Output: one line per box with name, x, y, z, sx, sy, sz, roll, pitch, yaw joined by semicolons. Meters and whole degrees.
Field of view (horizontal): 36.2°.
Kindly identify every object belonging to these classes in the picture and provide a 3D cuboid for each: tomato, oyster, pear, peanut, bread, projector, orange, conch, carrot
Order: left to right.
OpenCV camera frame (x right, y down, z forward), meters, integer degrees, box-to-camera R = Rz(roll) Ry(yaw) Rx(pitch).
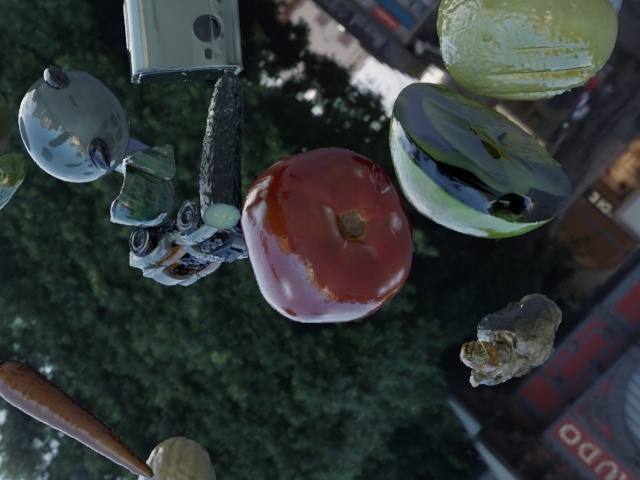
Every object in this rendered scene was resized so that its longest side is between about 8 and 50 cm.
carrot;-0.404;0.282;1.560;0.336;0.069;0.069;32;-168;11
conch;-0.368;-0.114;2.056;0.176;0.122;0.188;53;-144;-64
peanut;-0.304;0.566;1.972;0.158;0.340;0.174;15;172;-23
projector;-0.312;-0.491;2.201;0.249;0.249;0.248;-5;-177;-11
tomato;0.000;0.000;1.611;0.299;0.298;0.226;35;155;-25
pear;0.288;-0.132;1.955;0.399;0.165;0.399;20;-145;-15
orange;0.344;0.246;2.102;0.086;0.062;0.086;19;156;9
oyster;0.445;0.210;2.225;0.341;0.110;0.166;-25;-142;-31
bread;0.377;-0.388;1.794;0.320;0.320;0.237;32;-144;-34

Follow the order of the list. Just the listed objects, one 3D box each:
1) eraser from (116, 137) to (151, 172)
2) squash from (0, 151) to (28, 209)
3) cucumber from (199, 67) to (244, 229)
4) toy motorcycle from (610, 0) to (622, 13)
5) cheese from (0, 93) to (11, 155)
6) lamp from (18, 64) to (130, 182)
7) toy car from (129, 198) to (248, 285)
eraser;-0.487;-0.214;2.338;0.225;0.082;0.036;25;146;35
squash;-0.519;-0.050;1.420;0.069;0.258;0.069;49;-155;-32
cucumber;-0.150;-0.150;1.507;0.067;0.067;0.293;30;-136;-37
toy motorcycle;0.570;-0.607;2.256;0.319;0.241;0.182;16;-115;-37
cheese;-0.748;-0.229;2.141;0.091;0.175;0.202;9;-135;1
lamp;-0.423;-0.189;1.684;0.198;0.197;0.244;40;165;-6
toy car;-0.240;0.004;1.950;0.193;0.301;0.118;18;-118;-45
